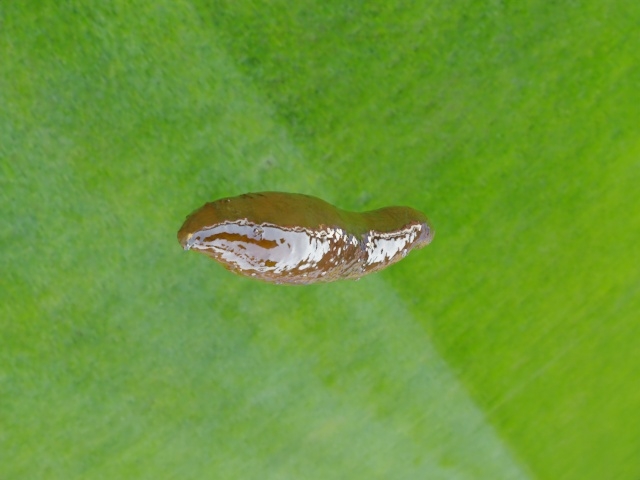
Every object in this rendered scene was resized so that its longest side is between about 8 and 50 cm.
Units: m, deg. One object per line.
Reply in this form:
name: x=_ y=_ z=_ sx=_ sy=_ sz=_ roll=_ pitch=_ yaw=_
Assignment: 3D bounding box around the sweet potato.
sweet potato: x=-0.001 y=0.000 z=0.633 sx=0.057 sy=0.057 sz=0.265 roll=-48 pitch=158 yaw=20
